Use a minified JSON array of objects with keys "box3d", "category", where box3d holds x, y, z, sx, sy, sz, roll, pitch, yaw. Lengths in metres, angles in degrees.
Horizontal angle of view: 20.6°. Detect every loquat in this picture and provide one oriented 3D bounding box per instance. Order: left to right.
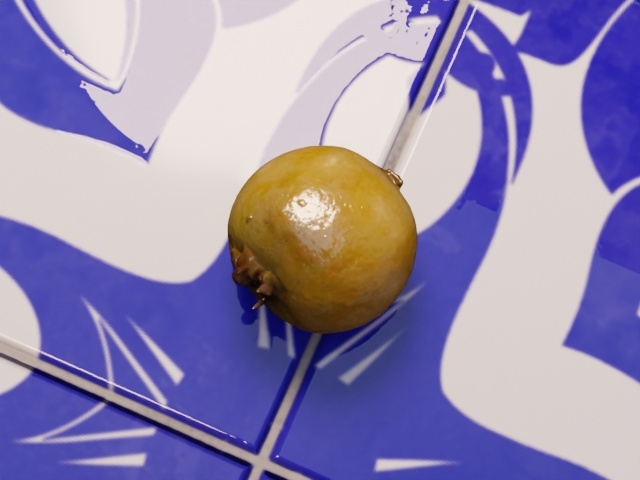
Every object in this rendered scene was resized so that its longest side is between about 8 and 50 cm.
[{"box3d":[0.000,0.000,1.390,0.163,0.137,0.163,2,85,-17],"category":"loquat"}]
